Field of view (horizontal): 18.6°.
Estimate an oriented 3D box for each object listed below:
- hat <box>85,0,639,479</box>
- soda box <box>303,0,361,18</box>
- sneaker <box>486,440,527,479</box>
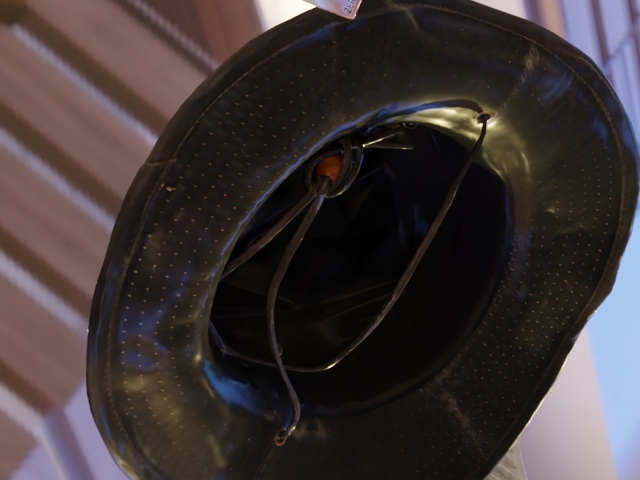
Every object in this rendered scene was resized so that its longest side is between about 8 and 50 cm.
[{"bbox_3d":[0.000,0.000,1.012,0.331,0.331,0.134,-33,-140,-19],"label":"hat"},{"bbox_3d":[0.022,-0.188,0.800,0.058,0.183,0.063,21,-151,-5],"label":"soda box"},{"bbox_3d":[0.094,0.134,1.373,0.102,0.161,0.282,2,-116,2],"label":"sneaker"}]
